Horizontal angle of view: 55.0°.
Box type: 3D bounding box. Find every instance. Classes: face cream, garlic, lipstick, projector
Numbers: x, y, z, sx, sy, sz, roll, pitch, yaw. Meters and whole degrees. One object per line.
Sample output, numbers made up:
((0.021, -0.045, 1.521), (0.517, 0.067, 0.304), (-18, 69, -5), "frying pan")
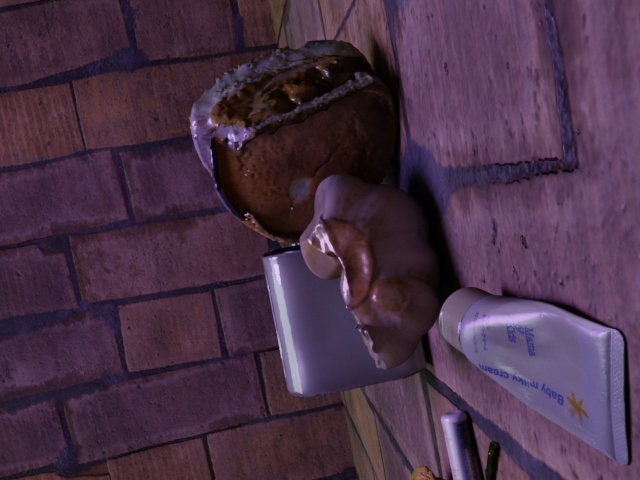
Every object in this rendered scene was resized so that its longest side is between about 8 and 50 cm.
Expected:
((0.191, 0.102, 0.562), (0.224, 0.070, 0.114), (-146, 45, -70), "face cream")
((0.086, 0.029, 0.896), (0.281, 0.184, 0.203), (55, 176, 17), "garlic")
((0.205, 0.318, 0.881), (0.040, 0.040, 0.141), (124, 136, -82), "lipstick")
((0.036, 0.122, 1.121), (0.248, 0.248, 0.249), (-171, 71, -84), "projector")

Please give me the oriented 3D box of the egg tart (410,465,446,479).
((0.202, 0.464, 1.013), (0.191, 0.074, 0.191), (170, 90, -84), "egg tart")

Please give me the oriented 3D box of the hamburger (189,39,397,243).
((-0.033, -0.150, 1.007), (0.195, 0.318, 0.277), (-121, 13, -48), "hamburger")

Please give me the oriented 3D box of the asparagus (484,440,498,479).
((0.225, 0.324, 0.819), (0.016, 0.016, 0.163), (41, 145, 49), "asparagus")

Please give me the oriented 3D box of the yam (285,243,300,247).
((0.000, 0.000, 1.579), (0.300, 0.195, 0.195), (-116, 16, -72), "yam")
